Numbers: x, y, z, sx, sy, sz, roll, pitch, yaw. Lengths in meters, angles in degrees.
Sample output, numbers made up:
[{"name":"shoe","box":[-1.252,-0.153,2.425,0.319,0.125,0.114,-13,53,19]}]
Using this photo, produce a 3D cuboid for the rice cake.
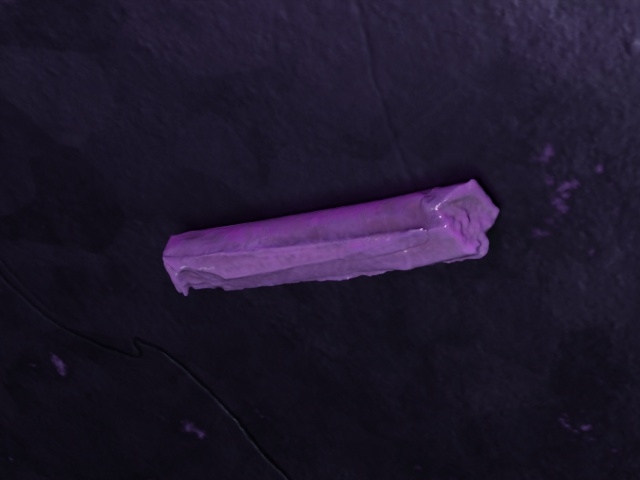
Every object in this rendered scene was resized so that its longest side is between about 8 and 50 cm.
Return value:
[{"name":"rice cake","box":[0.000,0.001,1.063,0.270,0.049,0.055,-10,146,29]}]
